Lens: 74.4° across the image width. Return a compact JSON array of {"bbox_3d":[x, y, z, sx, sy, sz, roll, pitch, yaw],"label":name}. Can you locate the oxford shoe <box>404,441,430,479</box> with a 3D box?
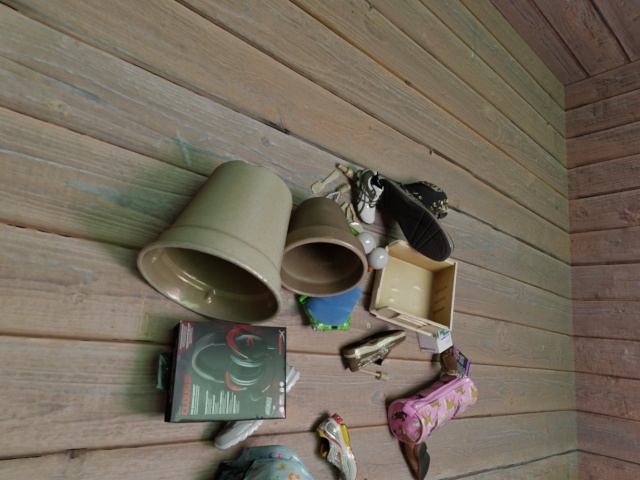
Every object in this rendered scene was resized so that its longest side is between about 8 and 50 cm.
[{"bbox_3d":[0.347,0.788,1.526,0.076,0.076,0.213,-37,124,-40],"label":"oxford shoe"}]

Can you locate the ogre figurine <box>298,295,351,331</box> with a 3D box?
[{"bbox_3d":[0.026,0.222,1.308,0.197,0.096,0.118,18,60,-50],"label":"ogre figurine"}]

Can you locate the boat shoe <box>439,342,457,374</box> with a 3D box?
[{"bbox_3d":[0.502,0.450,1.660,0.178,0.064,0.060,-78,171,-59],"label":"boat shoe"}]

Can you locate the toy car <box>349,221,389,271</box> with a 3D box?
[{"bbox_3d":[0.126,0.036,1.406,0.136,0.159,0.182,-44,118,4],"label":"toy car"}]

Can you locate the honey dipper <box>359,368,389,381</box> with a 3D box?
[{"bbox_3d":[0.171,0.455,1.443,0.160,0.030,0.031,24,68,-34],"label":"honey dipper"}]

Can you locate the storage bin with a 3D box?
[{"bbox_3d":[0.329,0.167,1.492,0.260,0.123,0.263,21,62,-11],"label":"storage bin"}]

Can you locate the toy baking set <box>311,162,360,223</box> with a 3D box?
[{"bbox_3d":[0.085,-0.163,1.454,0.256,0.030,0.197,35,62,-32],"label":"toy baking set"}]

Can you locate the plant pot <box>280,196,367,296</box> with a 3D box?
[{"bbox_3d":[0.000,0.000,1.223,0.263,0.263,0.230,35,38,-32],"label":"plant pot"}]

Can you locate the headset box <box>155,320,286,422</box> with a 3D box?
[{"bbox_3d":[-0.234,0.312,0.999,0.292,0.110,0.218,10,66,-24],"label":"headset box"}]

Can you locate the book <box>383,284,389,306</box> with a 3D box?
[{"bbox_3d":[0.280,0.225,1.568,0.144,0.035,0.097,20,67,-37],"label":"book"}]

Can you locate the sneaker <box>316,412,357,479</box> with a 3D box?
[{"bbox_3d":[0.045,0.643,1.282,0.092,0.088,0.226,-19,97,-20],"label":"sneaker"}]

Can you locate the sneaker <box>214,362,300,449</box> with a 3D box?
[{"bbox_3d":[-0.183,0.420,1.114,0.115,0.105,0.281,46,52,2],"label":"sneaker"}]

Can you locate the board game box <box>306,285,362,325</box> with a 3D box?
[{"bbox_3d":[0.042,0.182,1.258,0.169,0.133,0.033,-56,155,-27],"label":"board game box"}]

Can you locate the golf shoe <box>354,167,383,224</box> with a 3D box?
[{"bbox_3d":[0.173,-0.149,1.458,0.077,0.093,0.198,-21,108,-42],"label":"golf shoe"}]

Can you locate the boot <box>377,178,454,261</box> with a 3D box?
[{"bbox_3d":[0.396,-0.095,1.565,0.284,0.138,0.377,-12,50,-46],"label":"boot"}]

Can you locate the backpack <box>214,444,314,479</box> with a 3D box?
[{"bbox_3d":[-0.117,0.625,1.022,0.225,0.253,0.191,61,32,-15],"label":"backpack"}]

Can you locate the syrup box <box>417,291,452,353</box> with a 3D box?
[{"bbox_3d":[0.430,0.309,1.643,0.093,0.096,0.237,-15,92,-39],"label":"syrup box"}]

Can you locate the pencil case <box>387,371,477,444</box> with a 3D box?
[{"bbox_3d":[0.416,0.604,1.548,0.385,0.160,0.167,-9,85,-41],"label":"pencil case"}]

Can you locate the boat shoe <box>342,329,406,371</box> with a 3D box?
[{"bbox_3d":[0.189,0.375,1.430,0.257,0.095,0.095,-11,88,-29],"label":"boat shoe"}]

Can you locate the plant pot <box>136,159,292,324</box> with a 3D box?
[{"bbox_3d":[-0.210,-0.013,1.015,0.333,0.333,0.306,39,50,-30],"label":"plant pot"}]

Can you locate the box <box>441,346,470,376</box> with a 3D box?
[{"bbox_3d":[0.575,0.528,1.782,0.162,0.029,0.116,43,58,-30],"label":"box"}]
